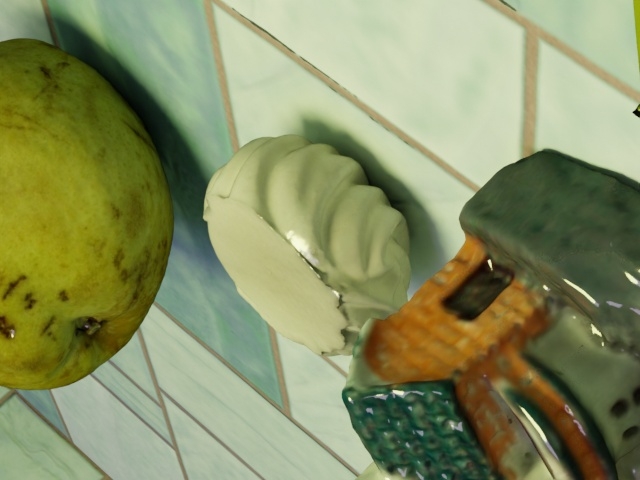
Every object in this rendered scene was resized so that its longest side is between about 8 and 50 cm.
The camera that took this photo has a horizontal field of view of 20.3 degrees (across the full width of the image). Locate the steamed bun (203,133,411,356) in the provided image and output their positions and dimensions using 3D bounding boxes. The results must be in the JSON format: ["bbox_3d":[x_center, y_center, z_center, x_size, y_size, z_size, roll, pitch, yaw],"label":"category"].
[{"bbox_3d":[0.000,0.000,1.330,0.183,0.106,0.183,36,155,20],"label":"steamed bun"}]

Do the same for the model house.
[{"bbox_3d":[0.121,0.142,1.091,0.190,0.301,0.271,36,158,48],"label":"model house"}]

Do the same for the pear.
[{"bbox_3d":[-0.274,-0.014,1.584,0.304,0.304,0.304,40,158,20],"label":"pear"}]

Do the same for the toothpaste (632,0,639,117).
[{"bbox_3d":[0.272,-0.048,0.735,0.327,0.077,0.110,33,153,35],"label":"toothpaste"}]
